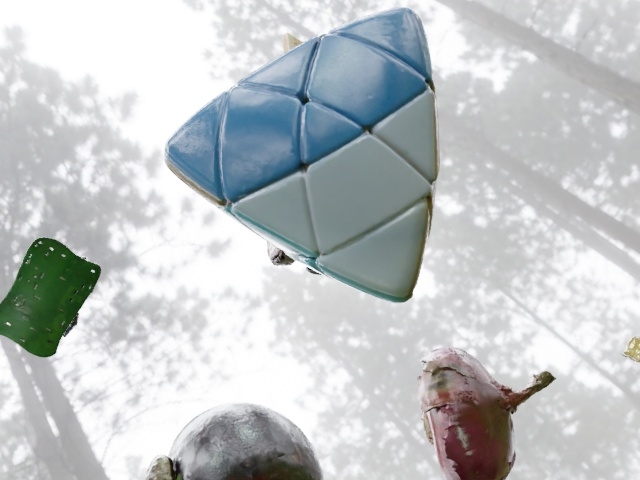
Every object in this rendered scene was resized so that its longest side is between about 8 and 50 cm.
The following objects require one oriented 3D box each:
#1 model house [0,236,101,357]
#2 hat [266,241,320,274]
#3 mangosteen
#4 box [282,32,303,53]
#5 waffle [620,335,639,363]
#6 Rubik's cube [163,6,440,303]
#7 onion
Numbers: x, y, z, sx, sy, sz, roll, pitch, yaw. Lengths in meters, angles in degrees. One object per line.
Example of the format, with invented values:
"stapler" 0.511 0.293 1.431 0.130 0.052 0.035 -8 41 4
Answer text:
"model house" -0.414 0.086 1.332 0.117 0.088 0.167 27 -94 -4
"hat" -0.002 0.002 1.625 0.227 0.140 0.128 15 -95 -20
"mangosteen" -0.135 0.383 1.309 0.288 0.288 0.288 -18 -51 -24
"box" -0.038 -0.312 1.511 0.015 0.093 0.058 -29 -34 35
"waffle" 0.266 0.100 0.545 0.135 0.092 0.021 23 -87 -18
"Rubik's cube" -0.009 -0.037 0.720 0.254 0.254 0.254 -18 -51 -24
"onion" 0.170 0.169 0.859 0.140 0.150 0.150 -19 -45 11
